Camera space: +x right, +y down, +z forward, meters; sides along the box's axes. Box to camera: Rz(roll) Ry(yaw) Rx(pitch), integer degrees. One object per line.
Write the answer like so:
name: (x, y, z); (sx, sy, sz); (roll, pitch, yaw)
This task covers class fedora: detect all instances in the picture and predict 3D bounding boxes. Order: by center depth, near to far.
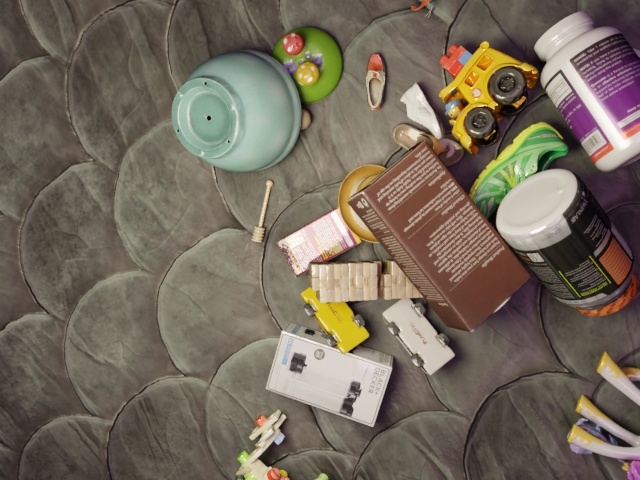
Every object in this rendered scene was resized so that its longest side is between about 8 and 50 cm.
fedora: (0.137, -0.094, 1.321); (0.194, 0.079, 0.194); (4, 79, -18)

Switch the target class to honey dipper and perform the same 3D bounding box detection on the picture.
honey dipper: (-0.146, -0.076, 1.428); (0.030, 0.030, 0.161); (14, 97, 7)

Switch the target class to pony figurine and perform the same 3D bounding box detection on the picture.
pony figurine: (0.760, 0.466, 1.246); (0.363, 0.303, 0.351); (23, 91, 21)

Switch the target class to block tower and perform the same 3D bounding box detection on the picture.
block tower: (0.142, 0.091, 1.327); (0.335, 0.097, 0.091); (-2, 93, -7)

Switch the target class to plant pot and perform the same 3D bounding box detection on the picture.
plant pot: (-0.217, -0.289, 1.292); (0.293, 0.196, 0.293); (8, 110, 22)

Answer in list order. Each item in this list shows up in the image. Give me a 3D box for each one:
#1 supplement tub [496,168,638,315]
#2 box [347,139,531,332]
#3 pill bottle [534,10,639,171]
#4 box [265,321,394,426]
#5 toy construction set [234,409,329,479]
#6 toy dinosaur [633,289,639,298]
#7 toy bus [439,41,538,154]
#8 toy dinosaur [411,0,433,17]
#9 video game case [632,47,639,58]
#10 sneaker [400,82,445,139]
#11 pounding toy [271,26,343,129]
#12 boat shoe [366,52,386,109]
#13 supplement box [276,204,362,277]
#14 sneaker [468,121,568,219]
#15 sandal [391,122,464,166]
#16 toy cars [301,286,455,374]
supplement tub: (0.541, 0.014, 1.206); (0.193, 0.193, 0.316); (-41, 114, 11)
box: (0.257, -0.006, 1.226); (0.191, 0.143, 0.381); (-39, 93, -12)
pill bottle: (0.599, -0.319, 1.188); (0.181, 0.181, 0.323); (-30, 78, 11)
box: (0.025, 0.335, 1.417); (0.290, 0.087, 0.169); (18, 99, 6)
toy construction set: (-0.095, 0.611, 1.435); (0.215, 0.151, 0.328); (-42, 80, 35)
toy dinosaur: (0.787, 0.030, 1.285); (0.112, 0.064, 0.211); (3, 96, 21)
toy bus: (0.348, -0.337, 1.272); (0.211, 0.149, 0.220); (41, 104, 16)
toy dinosaur: (0.248, -0.567, 1.294); (0.082, 0.090, 0.047); (-39, 72, -20)
video game case: (0.739, -0.296, 1.252); (0.193, 0.023, 0.212); (27, 99, 14)
sneaker: (0.246, -0.298, 1.328); (0.061, 0.053, 0.152); (-34, 73, 25)
pounding toy: (-0.056, -0.404, 1.336); (0.183, 0.110, 0.237); (31, 100, 5)
boat shoe: (0.132, -0.383, 1.343); (0.049, 0.043, 0.137); (3, 95, 11)
supplement box: (0.000, 0.000, 1.387); (0.188, 0.081, 0.104); (-29, 92, 11)
sneaker: (0.442, -0.134, 1.274); (0.295, 0.109, 0.123); (-51, 62, 10)
sandal: (0.255, -0.229, 1.336); (0.180, 0.049, 0.072); (25, 100, 6)
toy cars: (0.136, 0.216, 1.385); (0.393, 0.087, 0.176); (13, 68, 5)
